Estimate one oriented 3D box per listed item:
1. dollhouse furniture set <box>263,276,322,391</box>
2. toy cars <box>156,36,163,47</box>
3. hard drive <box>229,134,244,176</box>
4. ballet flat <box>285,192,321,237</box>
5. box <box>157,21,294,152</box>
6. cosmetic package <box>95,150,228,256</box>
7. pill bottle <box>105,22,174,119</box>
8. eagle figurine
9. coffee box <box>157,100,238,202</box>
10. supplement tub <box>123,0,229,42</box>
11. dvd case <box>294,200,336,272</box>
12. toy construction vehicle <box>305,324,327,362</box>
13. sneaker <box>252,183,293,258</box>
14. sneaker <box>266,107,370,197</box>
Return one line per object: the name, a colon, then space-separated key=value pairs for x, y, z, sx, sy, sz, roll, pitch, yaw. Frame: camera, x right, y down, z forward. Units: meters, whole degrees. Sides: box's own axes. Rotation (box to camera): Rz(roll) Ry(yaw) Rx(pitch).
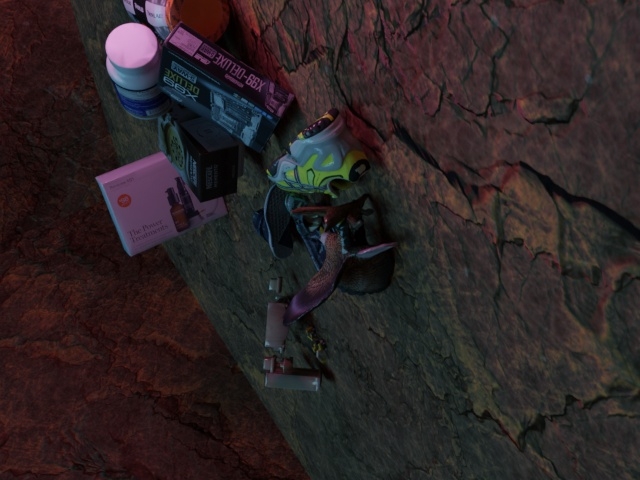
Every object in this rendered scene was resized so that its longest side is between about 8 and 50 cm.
dollhouse furniture set: x=-0.071 y=0.285 z=2.354 sx=0.303 sy=0.174 sz=0.355 roll=-43 pitch=-42 yaw=-86
toy cars: x=-0.515 y=-0.765 z=2.185 sx=0.176 sy=0.087 sz=0.393 roll=1 pitch=111 yaw=55
hard drive: x=-0.268 y=-0.353 z=2.037 sx=0.203 sy=0.040 sz=0.307 roll=50 pitch=147 yaw=36
ballet flat: x=-0.031 y=-0.055 z=1.766 sx=0.070 sy=0.070 sz=0.188 roll=55 pitch=180 yaw=25
box: x=-0.233 y=-0.354 z=1.747 sx=0.308 sy=0.076 sz=0.242 roll=32 pitch=161 yaw=-8
cosmetic package: x=-0.535 y=-0.152 z=2.520 sx=0.097 sy=0.377 sz=0.284 roll=31 pitch=142 yaw=55
pill bottle: x=-0.463 y=-0.432 z=1.890 sx=0.153 sy=0.153 sz=0.264 roll=60 pitch=168 yaw=12
eagle figurine: x=0.043 y=0.051 z=1.567 sx=0.225 sy=0.227 sz=0.298 roll=-76 pitch=-7 yaw=-62
coffee box: x=-0.348 y=-0.265 z=2.066 sx=0.297 sy=0.119 sz=0.168 roll=49 pitch=145 yaw=38
supplement tub: x=-0.358 y=-0.589 z=1.828 sx=0.316 sy=0.194 sz=0.193 roll=40 pitch=149 yaw=50
dvd case: x=0.000 y=0.000 z=1.885 sx=0.164 sy=0.018 sz=0.221 roll=65 pitch=161 yaw=4
toy construction vehicle: x=-0.015 y=0.324 z=2.281 sx=0.086 sy=0.035 sz=0.098 roll=35 pitch=145 yaw=54
sneaker: x=-0.135 y=-0.083 z=2.031 sx=0.163 sy=0.086 sz=0.226 roll=-126 pitch=32 yaw=-52
sneaker: x=-0.009 y=-0.147 z=1.562 sx=0.147 sy=0.145 sz=0.385 roll=51 pitch=167 yaw=-2
